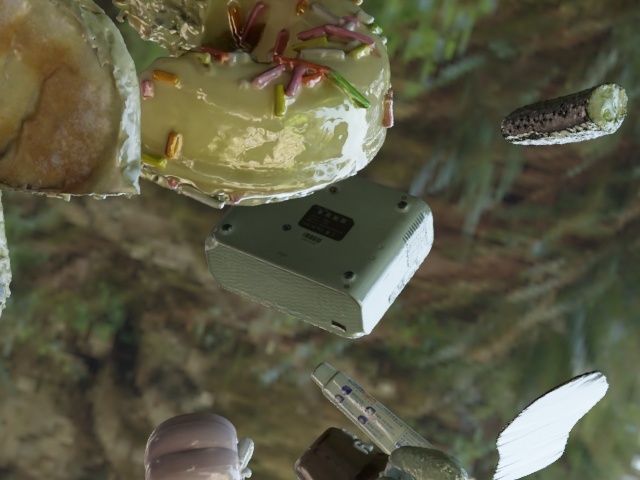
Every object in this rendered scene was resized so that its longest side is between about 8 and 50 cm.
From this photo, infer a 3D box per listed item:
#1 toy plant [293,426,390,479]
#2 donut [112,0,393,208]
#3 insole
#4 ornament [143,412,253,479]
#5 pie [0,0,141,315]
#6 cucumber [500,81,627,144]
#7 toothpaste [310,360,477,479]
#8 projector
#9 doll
[{"bbox_3d":[0.064,0.279,1.858,0.105,0.200,0.143,-48,173,-11],"label":"toy plant"},{"bbox_3d":[-0.069,-0.183,1.907,0.371,0.307,0.150,-94,-162,-53],"label":"donut"},{"bbox_3d":[0.233,0.200,1.898,0.348,0.119,0.009,91,-23,-68],"label":"insole"},{"bbox_3d":[-0.172,0.339,2.639,0.177,0.177,0.177,-164,-90,-84],"label":"ornament"},{"bbox_3d":[-0.304,-0.101,1.483,0.075,0.337,0.337,-45,154,-68],"label":"pie"},{"bbox_3d":[0.251,-0.127,1.906,0.214,0.058,0.052,171,-91,-67],"label":"cucumber"},{"bbox_3d":[0.076,0.214,2.005,0.052,0.218,0.033,-48,169,-3],"label":"toothpaste"},{"bbox_3d":[0.000,0.000,2.453,0.198,0.250,0.108,-51,149,-33],"label":"projector"},{"bbox_3d":[0.076,0.275,1.722,0.071,0.103,0.214,-22,142,-44],"label":"doll"}]
